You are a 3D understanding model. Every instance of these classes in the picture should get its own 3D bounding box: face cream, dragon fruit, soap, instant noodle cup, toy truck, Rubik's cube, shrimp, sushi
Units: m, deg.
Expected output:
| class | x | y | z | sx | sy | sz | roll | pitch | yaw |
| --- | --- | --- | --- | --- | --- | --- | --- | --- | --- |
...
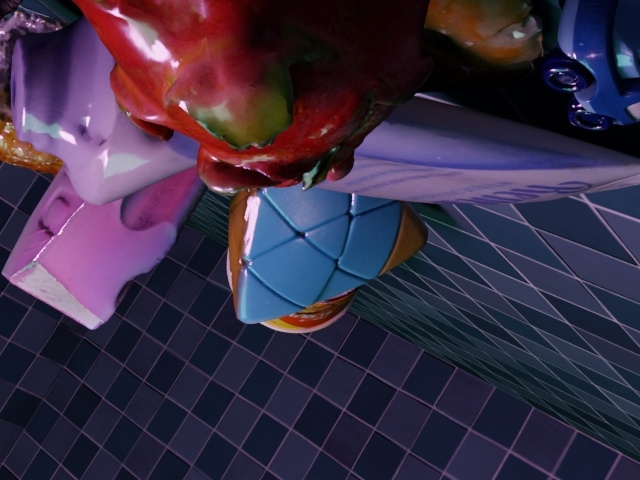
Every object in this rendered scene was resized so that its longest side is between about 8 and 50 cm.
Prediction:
| class | x | y | z | sx | sy | sz | roll | pitch | yaw |
| --- | --- | --- | --- | --- | --- | --- | --- | --- | --- |
| face cream | 0.007 | -0.071 | 0.728 | 0.420 | 0.137 | 0.235 | 8 | 173 | -22 |
| dragon fruit | -0.063 | -0.147 | 0.526 | 0.269 | 0.200 | 0.198 | 29 | -144 | 4 |
| soap | -0.205 | -0.067 | 1.170 | 0.109 | 0.324 | 0.193 | 33 | 174 | -26 |
| instant noodle cup | -0.019 | 0.020 | 1.549 | 0.213 | 0.213 | 0.174 | 32 | 164 | -5 |
| toy truck | 0.168 | -0.083 | 0.556 | 0.074 | 0.063 | 0.136 | 3 | 160 | 34 |
| Rubik's cube | 0.000 | 0.000 | 1.210 | 0.254 | 0.254 | 0.254 | 31 | 173 | 4 |
| shrimp | 0.051 | -0.131 | 0.713 | 0.154 | 0.062 | 0.294 | 27 | 172 | -7 |
| sushi | -0.338 | -0.182 | 1.336 | 0.274 | 0.184 | 0.139 | 14 | 169 | -30 |

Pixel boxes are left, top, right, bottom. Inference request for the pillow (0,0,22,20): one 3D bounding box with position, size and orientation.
| class | x | y | z | sx | sy | sz | roll | pitch | yaw |
| --- | --- | --- | --- | --- | --- | --- | --- | --- | --- |
| pillow | -0.470 | -0.364 | 1.194 | 0.228 | 0.101 | 0.326 | 34 | 172 | 10 |
